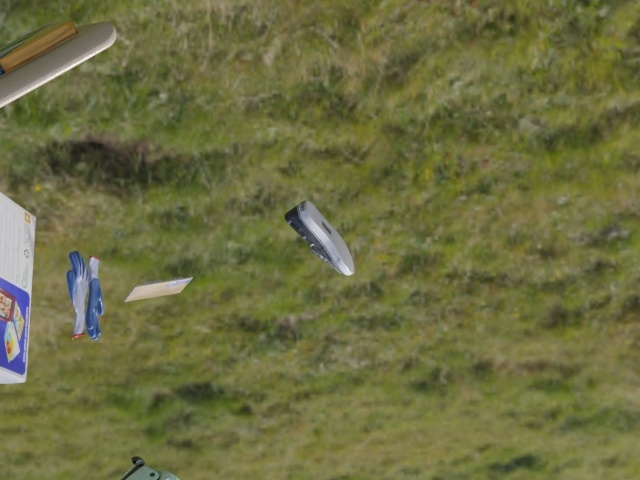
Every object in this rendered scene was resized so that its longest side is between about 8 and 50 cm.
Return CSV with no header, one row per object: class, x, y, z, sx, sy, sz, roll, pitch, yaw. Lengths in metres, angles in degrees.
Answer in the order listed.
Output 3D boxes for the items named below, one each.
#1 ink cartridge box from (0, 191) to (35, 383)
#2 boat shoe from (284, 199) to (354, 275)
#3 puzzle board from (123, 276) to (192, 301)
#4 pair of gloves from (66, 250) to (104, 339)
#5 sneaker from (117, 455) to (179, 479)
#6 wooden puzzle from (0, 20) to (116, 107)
ink cartridge box,-0.556,0.044,1.538,0.072,0.304,0.307,-9,156,16
boat shoe,0.000,0.000,1.419,0.040,0.049,0.142,-24,123,22
puzzle board,-0.345,0.101,2.095,0.128,0.011,0.096,-9,162,-29
pair of gloves,-0.427,0.101,1.789,0.023,0.159,0.198,-1,175,2
sneaker,-0.266,0.430,1.535,0.256,0.151,0.094,22,147,49
wooden puzzle,-0.390,-0.226,1.248,0.238,0.221,0.044,22,142,57
